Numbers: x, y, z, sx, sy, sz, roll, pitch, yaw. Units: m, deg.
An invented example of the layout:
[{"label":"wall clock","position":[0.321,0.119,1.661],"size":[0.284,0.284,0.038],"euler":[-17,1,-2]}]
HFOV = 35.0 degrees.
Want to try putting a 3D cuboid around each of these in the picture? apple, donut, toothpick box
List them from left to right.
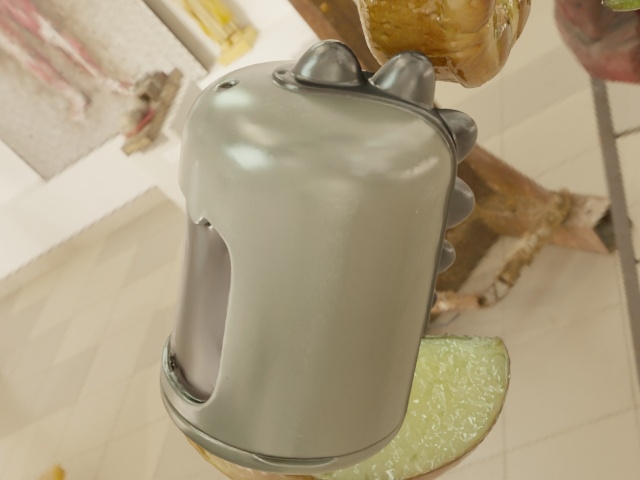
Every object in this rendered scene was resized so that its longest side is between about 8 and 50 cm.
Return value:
[{"label":"toothpick box","position":[0.000,0.000,0.785],"size":[0.229,0.228,0.317],"euler":[-107,23,-60]},{"label":"apple","position":[0.024,0.176,1.034],"size":[0.254,0.346,0.179],"euler":[-149,62,-63]},{"label":"donut","position":[0.103,-0.237,0.822],"size":[0.113,0.227,0.227],"euler":[3,47,21]}]

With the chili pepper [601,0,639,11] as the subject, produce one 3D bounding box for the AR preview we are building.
[{"label":"chili pepper","position":[0.363,-0.278,1.004],"size":[0.201,0.052,0.050],"euler":[-29,-14,3]}]
